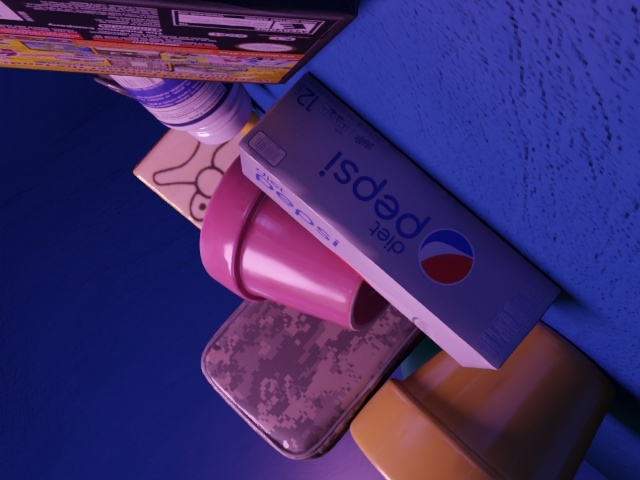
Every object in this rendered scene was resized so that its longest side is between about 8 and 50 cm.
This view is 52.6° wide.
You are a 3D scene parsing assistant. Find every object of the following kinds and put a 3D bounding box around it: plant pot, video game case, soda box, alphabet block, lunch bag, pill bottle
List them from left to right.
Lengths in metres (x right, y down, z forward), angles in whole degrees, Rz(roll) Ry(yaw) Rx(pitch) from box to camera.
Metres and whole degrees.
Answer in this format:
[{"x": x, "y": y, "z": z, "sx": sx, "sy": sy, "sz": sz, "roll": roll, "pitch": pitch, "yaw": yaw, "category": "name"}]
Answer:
[{"x": -0.139, "y": -0.135, "z": 0.394, "sx": 0.274, "sy": 0.035, "sz": 0.248, "roll": 1, "pitch": -174, "yaw": -11, "category": "video game case"}, {"x": -0.151, "y": -0.183, "z": 0.688, "sx": 0.112, "sy": 0.112, "sz": 0.186, "roll": 40, "pitch": 177, "yaw": 29, "category": "pill bottle"}, {"x": -0.197, "y": -0.138, "z": 1.158, "sx": 0.192, "sy": 0.197, "sz": 0.193, "roll": 42, "pitch": 178, "yaw": -15, "category": "alphabet block"}, {"x": 0.000, "y": 0.000, "z": 0.719, "sx": 0.180, "sy": 0.201, "sz": 0.201, "roll": 30, "pitch": 173, "yaw": 25, "category": "plant pot"}, {"x": 0.006, "y": 0.149, "z": 0.918, "sx": 0.212, "sy": 0.305, "sz": 0.256, "roll": 38, "pitch": 171, "yaw": 18, "category": "lunch bag"}, {"x": 0.062, "y": -0.011, "z": 0.578, "sx": 0.286, "sy": 0.091, "sz": 0.098, "roll": 41, "pitch": 171, "yaw": 2, "category": "soda box"}, {"x": 0.204, "y": 0.215, "z": 0.761, "sx": 0.254, "sy": 0.239, "sz": 0.254, "roll": 42, "pitch": 178, "yaw": 2, "category": "plant pot"}]

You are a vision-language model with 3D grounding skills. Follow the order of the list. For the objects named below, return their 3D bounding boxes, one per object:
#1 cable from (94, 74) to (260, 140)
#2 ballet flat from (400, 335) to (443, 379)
[{"x": -0.188, "y": -0.197, "z": 0.852, "sx": 0.139, "sy": 0.072, "sz": 0.287, "roll": 33, "pitch": -174, "yaw": 29, "category": "cable"}, {"x": 0.206, "y": 0.163, "z": 1.195, "sx": 0.182, "sy": 0.164, "sz": 0.483, "roll": 19, "pitch": -170, "yaw": -16, "category": "ballet flat"}]
